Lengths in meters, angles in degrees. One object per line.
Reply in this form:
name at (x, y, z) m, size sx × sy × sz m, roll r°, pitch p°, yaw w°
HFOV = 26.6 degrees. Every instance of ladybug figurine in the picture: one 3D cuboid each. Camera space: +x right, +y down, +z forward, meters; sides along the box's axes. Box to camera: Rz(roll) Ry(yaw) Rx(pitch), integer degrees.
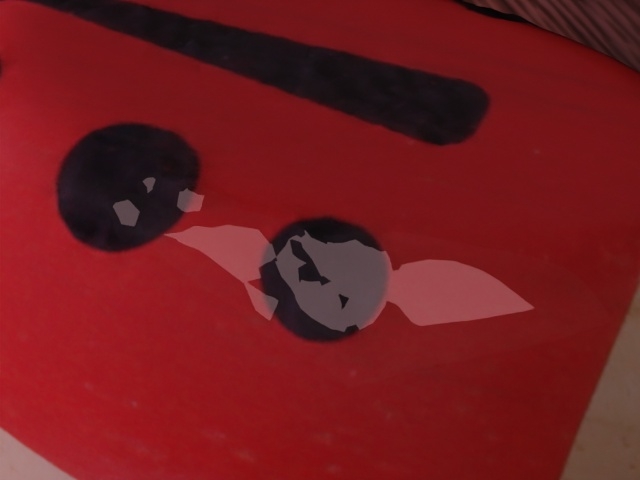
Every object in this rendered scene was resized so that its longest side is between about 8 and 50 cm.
ladybug figurine at (0.000, 0.000, 0.547) m, size 0.449 × 0.162 × 0.305 m, roll 15°, pitch 44°, yaw 15°
